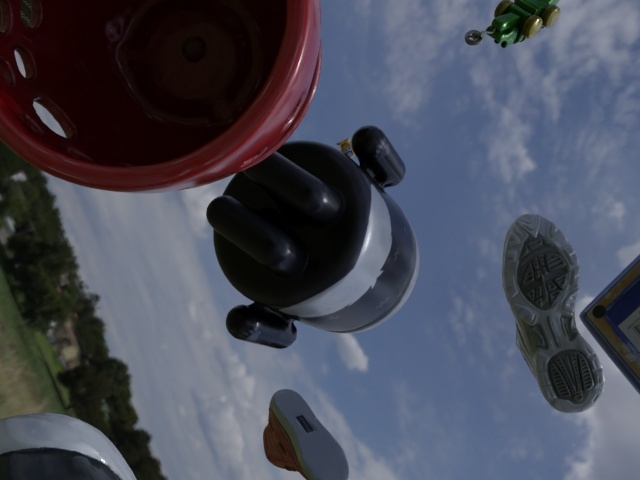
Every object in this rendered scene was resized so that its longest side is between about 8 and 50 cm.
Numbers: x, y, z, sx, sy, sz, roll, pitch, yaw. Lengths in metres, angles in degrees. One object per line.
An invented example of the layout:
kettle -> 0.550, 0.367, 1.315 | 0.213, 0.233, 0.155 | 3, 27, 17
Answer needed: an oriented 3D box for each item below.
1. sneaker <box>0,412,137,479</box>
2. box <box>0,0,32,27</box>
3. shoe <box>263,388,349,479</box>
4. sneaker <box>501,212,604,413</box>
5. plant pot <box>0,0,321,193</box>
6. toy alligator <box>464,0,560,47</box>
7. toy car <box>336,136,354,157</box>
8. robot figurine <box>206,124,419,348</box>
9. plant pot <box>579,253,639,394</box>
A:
sneaker -> -0.072, 0.217, 0.339 | 0.147, 0.105, 0.295 | -116, -176, -50
box -> -0.217, -0.486, 0.877 | 0.472, 0.479, 0.297 | 9, -27, 28
shoe -> -0.023, 0.289, 1.074 | 0.178, 0.064, 0.081 | 50, -46, 43
sneaker -> 0.256, 0.084, 0.940 | 0.115, 0.090, 0.232 | 168, -89, -87
plant pot -> -0.093, -0.121, 0.473 | 0.174, 0.191, 0.191 | -39, 107, -86
toy alligator -> 0.244, -0.270, 1.010 | 0.056, 0.190, 0.051 | 41, -31, 28
toy car -> 0.012, -0.108, 1.163 | 0.060, 0.122, 0.040 | 10, -53, 64
robot figurine -> -0.003, 0.000, 0.824 | 0.278, 0.209, 0.173 | 34, 40, -61
plant pot -> 0.510, 0.119, 1.071 | 0.236, 0.212, 0.236 | -51, -136, 23
